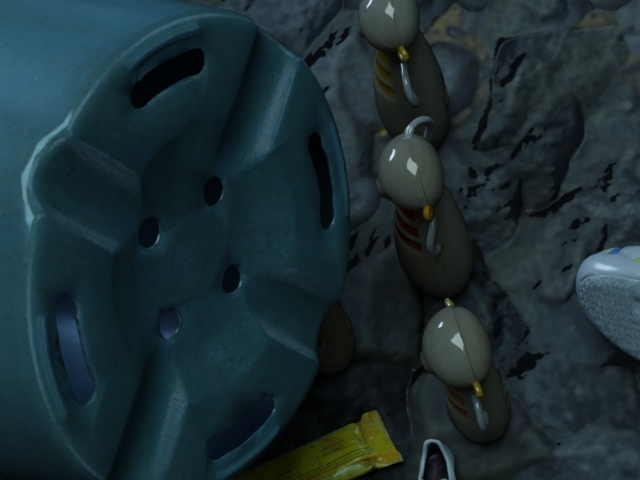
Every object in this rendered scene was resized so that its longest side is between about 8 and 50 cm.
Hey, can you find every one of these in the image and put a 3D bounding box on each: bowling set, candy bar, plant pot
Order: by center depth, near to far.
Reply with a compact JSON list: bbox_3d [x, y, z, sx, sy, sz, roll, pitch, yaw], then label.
[{"bbox_3d":[-0.186,-0.010,1.021,0.334,0.341,0.341,10,64,35],"label":"plant pot"},{"bbox_3d":[0.000,0.000,1.125,0.199,0.154,0.287,-15,60,4],"label":"bowling set"},{"bbox_3d":[-0.030,0.152,1.131,0.161,0.018,0.040,-25,57,0],"label":"candy bar"}]

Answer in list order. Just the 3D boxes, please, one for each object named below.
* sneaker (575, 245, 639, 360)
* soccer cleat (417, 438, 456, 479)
[{"bbox_3d":[0.280,0.027,1.100,0.240,0.091,0.126,15,49,20],"label":"sneaker"},{"bbox_3d":[0.069,0.158,1.094,0.029,0.035,0.083,-5,62,10],"label":"soccer cleat"}]
